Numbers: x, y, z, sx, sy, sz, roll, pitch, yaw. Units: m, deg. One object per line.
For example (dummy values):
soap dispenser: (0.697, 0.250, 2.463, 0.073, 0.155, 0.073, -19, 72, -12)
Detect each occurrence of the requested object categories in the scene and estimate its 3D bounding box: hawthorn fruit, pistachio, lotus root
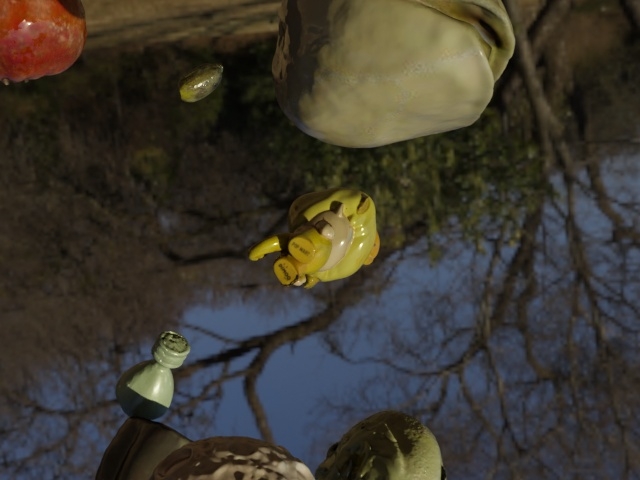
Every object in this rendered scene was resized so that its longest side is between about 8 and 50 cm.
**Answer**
hawthorn fruit: (-0.473, -0.366, 1.544, 0.242, 0.271, 0.242, -7, -166, 2)
pistachio: (0.069, -0.194, 1.076, 0.207, 0.226, 0.332, -54, -161, -20)
lotus root: (-0.209, -0.280, 1.846, 0.099, 0.049, 0.054, -38, 162, -17)

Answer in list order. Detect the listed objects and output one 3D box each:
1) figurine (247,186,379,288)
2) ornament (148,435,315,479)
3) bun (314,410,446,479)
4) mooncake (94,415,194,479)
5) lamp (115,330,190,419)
figurine: (0.000, 0.000, 1.350, 0.131, 0.156, 0.246, 38, -164, 8)
ornament: (-0.113, 0.382, 1.330, 0.260, 0.259, 0.225, -4, -134, 8)
bun: (0.086, 0.384, 1.692, 0.141, 0.239, 0.239, 37, 169, -30)
mooncake: (-0.253, 0.451, 1.864, 0.306, 0.306, 0.154, 6, -125, 40)
lamp: (-0.303, 0.250, 1.913, 0.106, 0.193, 0.106, 27, -152, -16)
